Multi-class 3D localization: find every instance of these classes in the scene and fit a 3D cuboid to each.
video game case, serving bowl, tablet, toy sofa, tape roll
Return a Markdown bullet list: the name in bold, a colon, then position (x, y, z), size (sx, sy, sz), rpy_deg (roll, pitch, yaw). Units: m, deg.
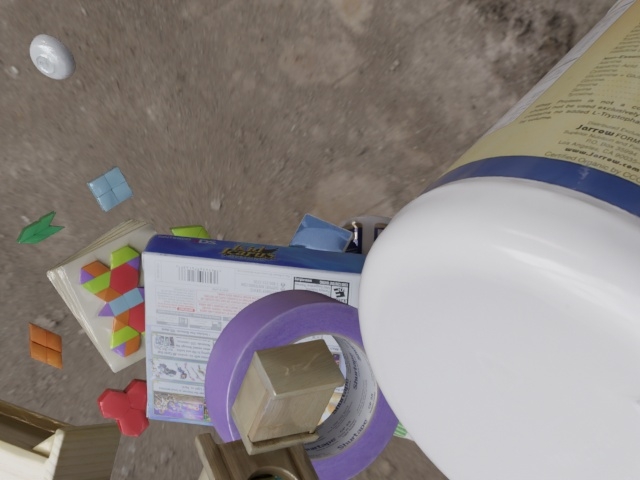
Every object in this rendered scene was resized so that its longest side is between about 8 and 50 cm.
- **video game case**: position (-0.082, 0.123, 1.340), size (0.270, 0.061, 0.244), rpy_deg (6, 116, 5)
- **serving bowl**: position (-0.441, -0.294, 1.755), size (0.083, 0.083, 0.027), rpy_deg (37, 54, -4)
- **tablet**: position (0.000, 0.000, 1.413), size (0.083, 0.006, 0.054), rpy_deg (24, 81, 35)
- **toy sofa**: position (-0.496, 0.317, 1.633), size (0.363, 0.150, 0.177), rpy_deg (13, 90, 25)
- **tape roll**: position (-0.016, 0.147, 1.080), size (0.189, 0.080, 0.188), rpy_deg (-3, 97, -22)

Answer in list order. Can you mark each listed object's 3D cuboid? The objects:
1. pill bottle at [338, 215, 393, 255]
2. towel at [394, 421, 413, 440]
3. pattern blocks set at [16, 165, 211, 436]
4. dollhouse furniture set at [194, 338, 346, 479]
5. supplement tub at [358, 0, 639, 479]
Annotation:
- **pill bottle**: position (0.067, 0.059, 1.479), size (0.094, 0.094, 0.169), rpy_deg (5, 71, -6)
- **towel**: position (0.191, 0.228, 1.652), size (0.325, 0.038, 0.248), rpy_deg (23, 125, -19)
- **pattern blocks set**: position (-0.262, 0.079, 1.456), size (0.285, 0.026, 0.324), rpy_deg (-43, 113, -12)
- **dollhouse furniture set**: position (-0.072, 0.158, 0.558), size (0.161, 0.181, 0.101), rpy_deg (-8, 51, -29)
- **supplement tub**: position (0.195, -0.007, 0.544), size (0.228, 0.228, 0.316), rpy_deg (49, 59, -3)
